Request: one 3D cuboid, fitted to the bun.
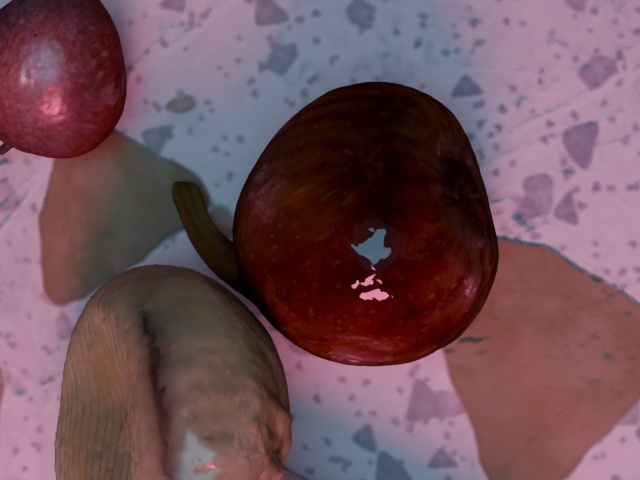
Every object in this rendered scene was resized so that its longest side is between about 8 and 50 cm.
[{"bbox_3d":[-0.083,0.116,0.783,0.127,0.222,0.222,4,94,-31],"label":"bun"}]

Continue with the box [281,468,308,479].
[{"bbox_3d":[-0.010,0.348,0.832,0.210,0.095,0.330,25,97,5],"label":"box"}]

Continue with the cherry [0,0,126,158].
[{"bbox_3d":[-0.197,-0.069,0.841,0.107,0.090,0.226,20,113,-9],"label":"cherry"}]

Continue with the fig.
[{"bbox_3d":[0.004,0.005,0.787,0.207,0.175,0.175,-22,90,22],"label":"fig"}]
